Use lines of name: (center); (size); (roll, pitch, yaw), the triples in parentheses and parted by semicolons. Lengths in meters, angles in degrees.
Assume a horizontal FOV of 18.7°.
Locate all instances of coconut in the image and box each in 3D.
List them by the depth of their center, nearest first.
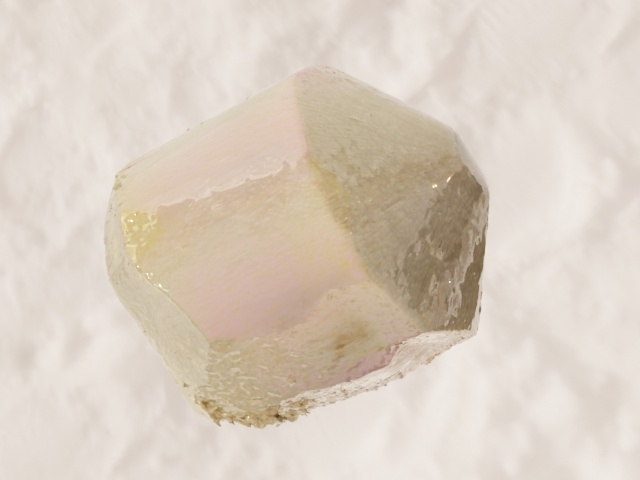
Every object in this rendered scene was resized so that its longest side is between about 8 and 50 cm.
coconut: (0.000, 0.000, 1.674); (0.310, 0.297, 0.297); (-24, 115, 21)
